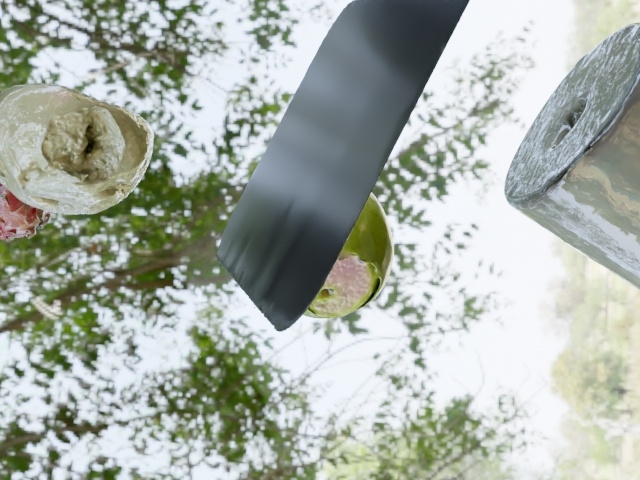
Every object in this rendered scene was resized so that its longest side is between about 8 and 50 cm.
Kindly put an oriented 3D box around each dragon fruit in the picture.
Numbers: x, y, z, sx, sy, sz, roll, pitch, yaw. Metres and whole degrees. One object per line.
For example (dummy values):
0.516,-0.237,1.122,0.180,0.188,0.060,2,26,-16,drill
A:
-0.626,-0.081,1.815,0.133,0.136,0.166,-96,28,-61,dragon fruit

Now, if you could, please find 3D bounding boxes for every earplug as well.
0.510,-0.074,1.253,0.313,0.394,0.312,-55,7,10,earplug

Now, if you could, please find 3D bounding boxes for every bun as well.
-0.275,-0.093,0.954,0.193,0.178,0.128,-3,72,66,bun

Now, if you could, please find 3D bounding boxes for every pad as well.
0.009,-0.036,0.593,0.315,0.063,0.375,-61,13,0,pad

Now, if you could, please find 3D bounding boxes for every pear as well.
0.000,0.000,1.151,0.220,0.187,0.187,-117,11,-51,pear
